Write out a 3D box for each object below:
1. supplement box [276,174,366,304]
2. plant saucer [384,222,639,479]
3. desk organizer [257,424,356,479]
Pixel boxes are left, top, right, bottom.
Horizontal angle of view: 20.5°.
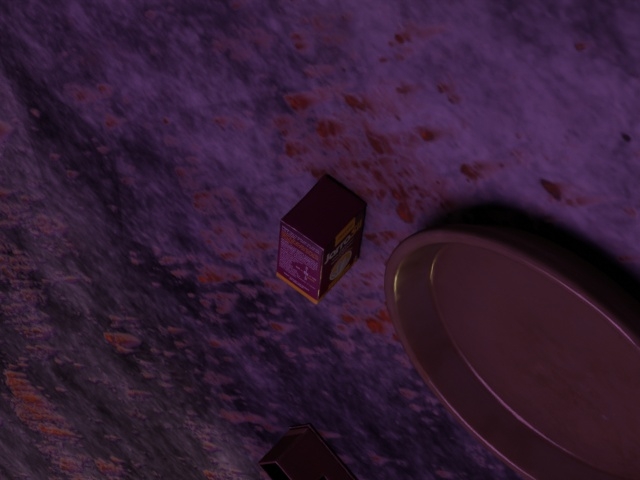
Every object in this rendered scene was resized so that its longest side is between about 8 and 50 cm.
[{"bbox_3d":[0.000,0.000,1.338,0.043,0.055,0.083,36,153,17],"label":"supplement box"},{"bbox_3d":[0.162,0.091,1.245,0.278,0.041,0.278,34,151,22],"label":"plant saucer"},{"bbox_3d":[0.004,0.240,1.686,0.130,0.050,0.047,51,154,-10],"label":"desk organizer"}]
